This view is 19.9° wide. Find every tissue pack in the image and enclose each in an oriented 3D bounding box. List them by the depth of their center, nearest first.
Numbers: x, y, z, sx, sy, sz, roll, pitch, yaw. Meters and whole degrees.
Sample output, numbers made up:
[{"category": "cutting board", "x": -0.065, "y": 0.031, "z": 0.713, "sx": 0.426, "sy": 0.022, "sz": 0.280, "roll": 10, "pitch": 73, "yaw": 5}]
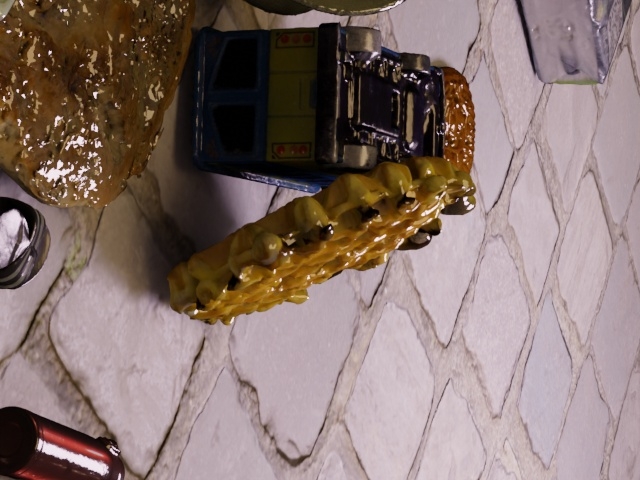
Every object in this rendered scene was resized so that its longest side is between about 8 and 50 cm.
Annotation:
[{"category": "tissue pack", "x": 0.392, "y": -0.458, "z": 2.640, "sx": 0.288, "sy": 0.124, "sz": 0.394, "roll": 69, "pitch": 35, "yaw": -47}]

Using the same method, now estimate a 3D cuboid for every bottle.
[{"category": "bottle", "x": -0.216, "y": 0.179, "z": 1.513, "sx": 0.164, "sy": 0.060, "sz": 0.060, "roll": 38, "pitch": 60, "yaw": -62}]

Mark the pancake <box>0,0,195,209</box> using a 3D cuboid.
[{"category": "pancake", "x": -0.192, "y": -0.192, "z": 1.492, "sx": 0.356, "sy": 0.065, "sz": 0.356, "roll": 2, "pitch": 90, "yaw": -64}]

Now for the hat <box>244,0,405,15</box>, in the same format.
[{"category": "hat", "x": -0.029, "y": -0.288, "z": 1.712, "sx": 0.130, "sy": 0.257, "sz": 0.257, "roll": -48, "pitch": -166, "yaw": 52}]

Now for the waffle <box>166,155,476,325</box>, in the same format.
[{"category": "waffle", "x": 0.006, "y": -0.001, "z": 1.732, "sx": 0.062, "sy": 0.329, "sz": 0.329, "roll": 65, "pitch": 23, "yaw": 9}]

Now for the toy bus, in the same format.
[{"category": "toy bus", "x": 0.006, "y": -0.125, "z": 1.795, "sx": 0.287, "sy": 0.175, "sz": 0.138, "roll": 9, "pitch": 82, "yaw": -66}]

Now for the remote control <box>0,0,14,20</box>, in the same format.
[{"category": "remote control", "x": -0.227, "y": -0.322, "z": 1.349, "sx": 0.145, "sy": 0.050, "sz": 0.344, "roll": 41, "pitch": 53, "yaw": -29}]

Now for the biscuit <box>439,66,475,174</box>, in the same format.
[{"category": "biscuit", "x": 0.160, "y": -0.127, "z": 2.311, "sx": 0.188, "sy": 0.027, "sz": 0.188, "roll": 4, "pitch": 90, "yaw": -65}]

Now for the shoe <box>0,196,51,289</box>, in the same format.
[{"category": "shoe", "x": -0.249, "y": -0.004, "z": 1.415, "sx": 0.179, "sy": 0.049, "sz": 0.071, "roll": 33, "pitch": 66, "yaw": -63}]
